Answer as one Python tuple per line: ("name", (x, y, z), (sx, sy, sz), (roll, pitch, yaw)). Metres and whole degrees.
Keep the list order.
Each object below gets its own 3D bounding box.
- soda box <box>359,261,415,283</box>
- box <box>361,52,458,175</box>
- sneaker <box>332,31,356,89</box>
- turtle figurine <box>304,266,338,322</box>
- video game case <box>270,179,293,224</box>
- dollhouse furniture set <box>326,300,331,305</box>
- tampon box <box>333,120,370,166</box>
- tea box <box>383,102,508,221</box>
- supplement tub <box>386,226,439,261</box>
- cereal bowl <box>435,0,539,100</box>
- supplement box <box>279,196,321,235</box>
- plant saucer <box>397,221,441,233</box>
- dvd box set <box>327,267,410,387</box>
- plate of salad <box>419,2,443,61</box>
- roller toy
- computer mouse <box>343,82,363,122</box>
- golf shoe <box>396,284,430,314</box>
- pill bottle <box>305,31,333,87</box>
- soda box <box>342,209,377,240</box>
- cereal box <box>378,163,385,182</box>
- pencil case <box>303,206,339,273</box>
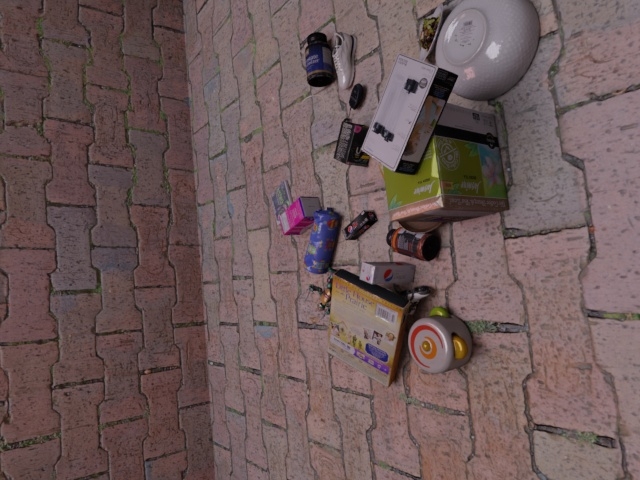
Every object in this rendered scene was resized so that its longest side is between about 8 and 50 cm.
("soda box", (0.253, 0.119, 1.722), (0.073, 0.216, 0.069), (18, 103, 52))
("box", (0.239, -0.349, 1.285), (0.169, 0.087, 0.290), (44, 122, 45))
("sneaker", (0.094, -0.784, 2.020), (0.090, 0.094, 0.236), (9, 99, 52))
("turtle figurine", (0.024, 0.251, 2.125), (0.175, 0.118, 0.234), (38, 106, 30))
("video game case", (-0.208, -0.204, 2.507), (0.173, 0.022, 0.191), (-36, 62, 48))
("dollhouse furniture set", (0.140, 0.286, 1.954), (0.183, 0.128, 0.130), (-43, 57, 45))
("tampon box", (0.144, -0.404, 1.937), (0.101, 0.120, 0.161), (36, 120, 48))
("tea box", (0.383, -0.230, 1.441), (0.219, 0.328, 0.324), (-14, 81, 52))
("supplement tub", (0.333, 0.007, 1.703), (0.197, 0.105, 0.106), (18, 106, 51))
("cereal bowl", (0.490, -0.618, 1.446), (0.338, 0.141, 0.340), (3, 94, 55))
("supplement box", (-0.100, -0.118, 2.287), (0.220, 0.111, 0.114), (-36, 63, 49))
("plant saucer", (0.366, -0.117, 1.661), (0.198, 0.036, 0.199), (-9, 70, 27))
("dvd box set", (0.172, 0.342, 1.794), (0.307, 0.062, 0.421), (23, 128, 29))
("plate of salad", (0.375, -0.722, 1.605), (0.200, 0.048, 0.200), (-164, 90, -85))
("roller toy", (0.404, 0.355, 1.580), (0.209, 0.146, 0.191), (51, 130, 39))
("computer mouse", (0.143, -0.563, 2.014), (0.071, 0.041, 0.242), (-119, 37, -45))
("golf shoe", (0.349, 0.226, 1.727), (0.198, 0.077, 0.094), (-31, 77, 57))
("pill bottle", (-0.009, -0.835, 2.132), (0.122, 0.122, 0.220), (-15, 77, 53))
("soda box", (0.167, -0.064, 1.967), (0.169, 0.060, 0.053), (-43, 59, 45))
("cereal box", (0.333, -0.278, 1.745), (0.240, 0.047, 0.173), (-40, 60, 46))
("pencil case", (0.000, 0.000, 2.145), (0.133, 0.119, 0.307), (23, 110, 35))
